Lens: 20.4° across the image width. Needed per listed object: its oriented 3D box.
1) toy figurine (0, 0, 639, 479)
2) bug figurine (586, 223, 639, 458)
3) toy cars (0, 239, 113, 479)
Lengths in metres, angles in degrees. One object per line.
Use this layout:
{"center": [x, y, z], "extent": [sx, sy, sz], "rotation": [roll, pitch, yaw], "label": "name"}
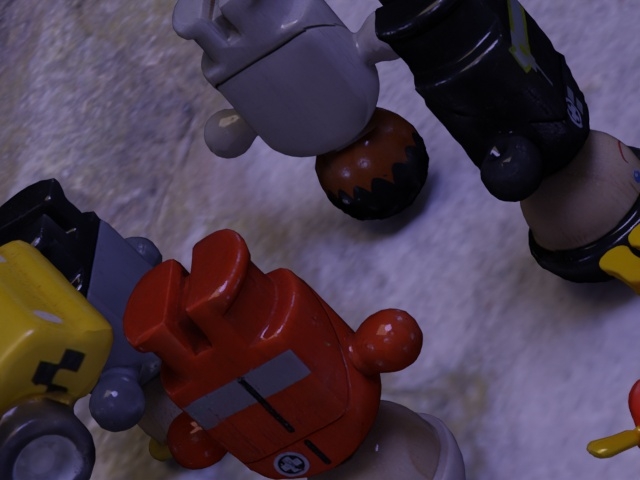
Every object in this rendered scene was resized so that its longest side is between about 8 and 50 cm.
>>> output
{"center": [0.000, 0.000, 0.679], "extent": [0.209, 0.148, 0.213], "rotation": [10, 59, 54], "label": "toy figurine"}
{"center": [0.209, 0.043, 0.494], "extent": [0.216, 0.072, 0.279], "rotation": [-36, 30, -7], "label": "bug figurine"}
{"center": [-0.216, 0.132, 0.655], "extent": [0.394, 0.087, 0.176], "rotation": [-35, 47, 39], "label": "toy cars"}
